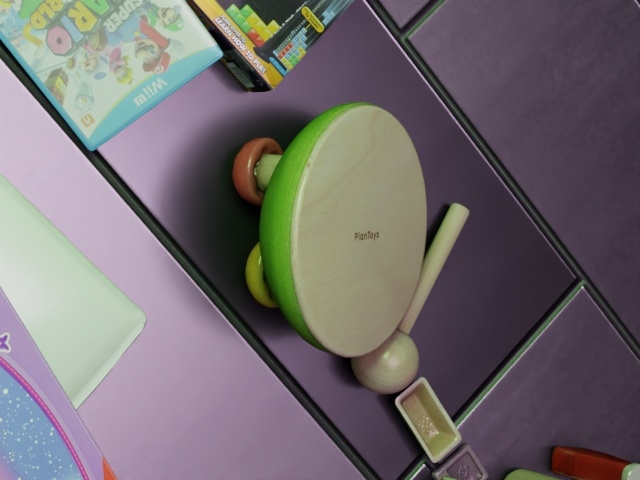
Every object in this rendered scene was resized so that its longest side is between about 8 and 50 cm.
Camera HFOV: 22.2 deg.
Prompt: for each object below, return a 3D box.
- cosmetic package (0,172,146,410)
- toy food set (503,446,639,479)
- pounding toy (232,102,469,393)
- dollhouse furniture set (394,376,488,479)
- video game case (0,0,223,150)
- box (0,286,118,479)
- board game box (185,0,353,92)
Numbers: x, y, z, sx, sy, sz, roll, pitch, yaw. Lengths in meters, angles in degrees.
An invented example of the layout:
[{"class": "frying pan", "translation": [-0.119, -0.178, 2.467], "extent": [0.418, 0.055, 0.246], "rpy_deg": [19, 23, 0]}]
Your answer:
[{"class": "cosmetic package", "translation": [-0.382, 0.019, 0.882], "extent": [0.393, 0.329, 0.327], "rpy_deg": [47, 72, -21]}, {"class": "toy food set", "translation": [0.237, 0.231, 1.323], "extent": [0.232, 0.104, 0.111], "rpy_deg": [10, 88, -26]}, {"class": "pounding toy", "translation": [0.000, 0.000, 1.214], "extent": [0.237, 0.110, 0.183], "rpy_deg": [43, 60, -52]}, {"class": "dollhouse furniture set", "translation": [0.092, 0.174, 1.262], "extent": [0.091, 0.081, 0.114], "rpy_deg": [-38, 108, -20]}, {"class": "video game case", "translation": [-0.164, -0.161, 1.132], "extent": [0.119, 0.015, 0.166], "rpy_deg": [-36, 109, 4]}, {"class": "box", "translation": [-0.215, 0.110, 0.753], "extent": [0.201, 0.057, 0.293], "rpy_deg": [-35, 108, -22]}, {"class": "board game box", "translation": [-0.053, -0.217, 1.192], "extent": [0.170, 0.048, 0.141], "rpy_deg": [46, 74, -21]}]
